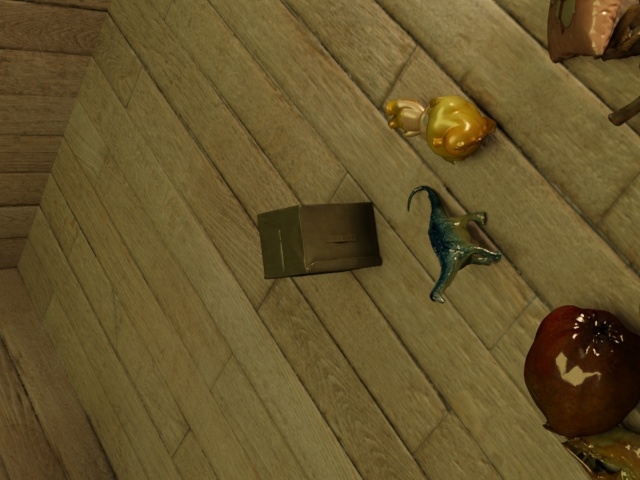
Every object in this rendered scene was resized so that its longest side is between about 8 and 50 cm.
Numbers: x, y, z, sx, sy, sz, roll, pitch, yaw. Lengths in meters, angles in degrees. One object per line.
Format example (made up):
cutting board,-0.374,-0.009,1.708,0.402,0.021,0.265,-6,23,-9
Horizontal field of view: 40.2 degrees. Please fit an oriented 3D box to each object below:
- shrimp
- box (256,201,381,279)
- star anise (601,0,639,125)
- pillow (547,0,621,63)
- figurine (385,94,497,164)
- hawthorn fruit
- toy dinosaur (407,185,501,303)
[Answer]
shrimp,0.506,0.384,1.549,0.267,0.061,0.145,22,119,42
box,0.000,0.000,1.937,0.155,0.231,0.149,-11,85,47
star anise,0.573,-0.353,1.365,0.292,0.109,0.349,8,89,62
pillow,0.448,-0.416,1.472,0.223,0.084,0.236,-120,36,-76
figurine,0.234,-0.231,1.742,0.246,0.131,0.156,27,148,42
hawthorn fruit,0.449,0.239,1.512,0.208,0.208,0.248,45,141,36
toy dinosaur,0.264,0.001,1.719,0.363,0.147,0.076,-94,7,-50
